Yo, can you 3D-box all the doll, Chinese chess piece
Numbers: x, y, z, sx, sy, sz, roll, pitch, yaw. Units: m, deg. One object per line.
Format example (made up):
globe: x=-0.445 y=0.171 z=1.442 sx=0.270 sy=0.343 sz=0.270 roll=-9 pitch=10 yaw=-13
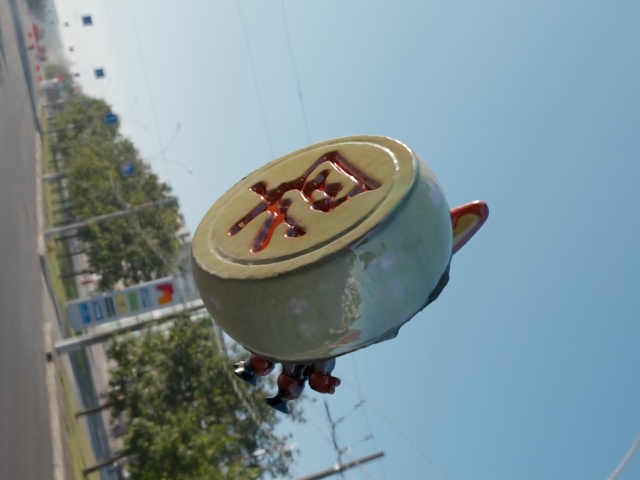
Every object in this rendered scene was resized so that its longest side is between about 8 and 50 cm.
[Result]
doll: x=0.014 y=0.024 z=0.481 sx=0.109 sy=0.169 sz=0.057 roll=35 pitch=3 yaw=36
Chinese chess piece: x=0.000 y=0.000 z=0.366 sx=0.051 sy=0.122 sz=0.122 roll=65 pitch=-8 yaw=-32
